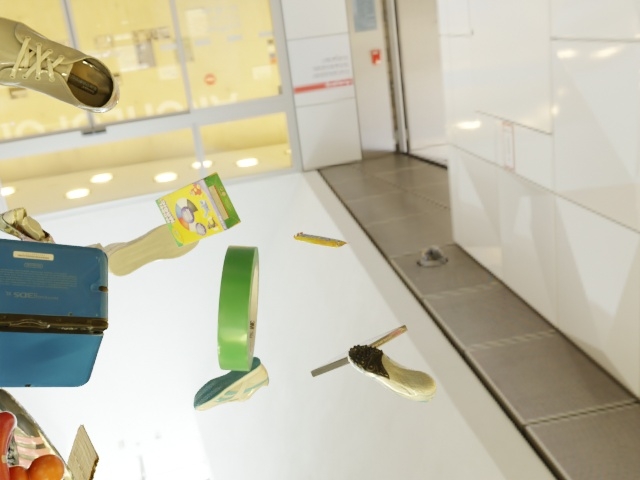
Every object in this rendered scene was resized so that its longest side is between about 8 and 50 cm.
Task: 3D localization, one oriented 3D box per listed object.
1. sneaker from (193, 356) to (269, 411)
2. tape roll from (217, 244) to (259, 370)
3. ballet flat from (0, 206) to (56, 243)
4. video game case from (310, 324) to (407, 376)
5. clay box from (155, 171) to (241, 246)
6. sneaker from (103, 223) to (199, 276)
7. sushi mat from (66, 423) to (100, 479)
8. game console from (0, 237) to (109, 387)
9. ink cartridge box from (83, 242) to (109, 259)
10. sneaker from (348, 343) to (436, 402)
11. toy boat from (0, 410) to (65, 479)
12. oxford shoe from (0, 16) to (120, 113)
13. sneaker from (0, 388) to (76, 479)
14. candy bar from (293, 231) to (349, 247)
[{"bbox_3d":[-0.251,0.425,2.017,0.228,0.092,0.087,-29,-149,-3],"label":"sneaker"},{"bbox_3d":[-0.208,0.173,1.839,0.077,0.322,0.321,4,-162,0],"label":"tape roll"},{"bbox_3d":[-0.762,-0.037,1.841,0.221,0.079,0.077,30,-142,23],"label":"ballet flat"},{"bbox_3d":[0.121,0.339,2.194,0.196,0.026,0.274,-30,172,42],"label":"video game case"},{"bbox_3d":[-0.294,-0.064,1.650,0.222,0.128,0.053,-18,-169,41],"label":"clay box"},{"bbox_3d":[-0.505,0.017,2.044,0.292,0.108,0.169,-22,-166,-35],"label":"sneaker"},{"bbox_3d":[-0.679,0.636,2.026,0.019,0.152,0.316,18,175,-26],"label":"sushi mat"},{"bbox_3d":[-0.580,0.145,1.391,0.293,0.250,0.173,7,154,-31],"label":"game console"},{"bbox_3d":[-0.627,0.088,1.630,0.232,0.066,0.189,-15,-156,17],"label":"ink cartridge box"},{"bbox_3d":[0.171,0.335,1.765,0.237,0.086,0.085,25,-132,16],"label":"sneaker"},{"bbox_3d":[-0.509,0.400,1.200,0.151,0.231,0.151,-11,163,-27],"label":"toy boat"},{"bbox_3d":[-0.701,-0.439,1.761,0.449,0.169,0.130,20,178,-31],"label":"oxford shoe"},{"bbox_3d":[-0.735,0.517,1.757,0.131,0.319,0.112,-35,-165,-24],"label":"sneaker"},{"bbox_3d":[0.000,0.000,1.825,0.161,0.018,0.040,12,-157,35],"label":"candy bar"}]
